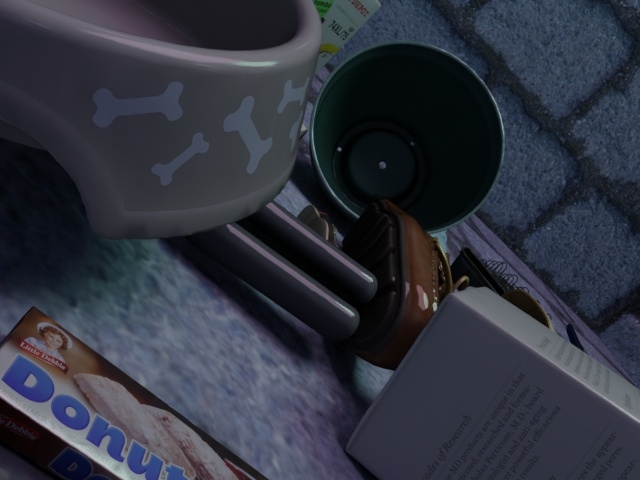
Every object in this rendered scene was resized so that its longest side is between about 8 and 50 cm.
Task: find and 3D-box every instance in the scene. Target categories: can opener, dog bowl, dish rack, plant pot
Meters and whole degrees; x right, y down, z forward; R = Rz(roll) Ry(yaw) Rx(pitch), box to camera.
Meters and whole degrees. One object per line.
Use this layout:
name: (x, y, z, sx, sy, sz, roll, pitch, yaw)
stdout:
can opener: (-0.070, -0.020, 0.548, 0.280, 0.074, 0.093, 39, -27, -13)
dog bowl: (-0.155, -0.155, 0.426, 0.348, 0.102, 0.349, 21, 35, -15)
dish rack: (0.394, 0.119, 1.438, 0.271, 0.074, 0.208, 8, 41, -49)
plant pot: (0.114, -0.138, 1.086, 0.293, 0.293, 0.196, 46, -12, 0)

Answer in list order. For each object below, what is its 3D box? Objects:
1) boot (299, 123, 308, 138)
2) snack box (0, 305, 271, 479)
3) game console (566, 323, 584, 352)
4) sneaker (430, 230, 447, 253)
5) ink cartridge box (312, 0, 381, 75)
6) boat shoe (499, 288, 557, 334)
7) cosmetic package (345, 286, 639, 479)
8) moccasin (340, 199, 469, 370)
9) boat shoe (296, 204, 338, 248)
boot: (-0.080, -0.161, 0.935, 0.086, 0.069, 0.190, 50, 17, 2)
snack box: (-0.083, 0.107, 0.332, 0.178, 0.022, 0.064, 42, 17, -17)
game console: (0.495, 0.276, 0.987, 0.173, 0.250, 0.293, -53, 122, -35)
sneaker: (0.196, -0.075, 1.311, 0.135, 0.150, 0.366, 39, 17, -21)
ink cartridge box: (-0.078, -0.392, 1.151, 0.197, 0.270, 0.198, 51, 16, 16)
boat shoe: (0.377, 0.215, 1.152, 0.098, 0.109, 0.302, 41, 21, -40)
cosmetic package: (0.151, 0.148, 0.536, 0.183, 0.151, 0.151, 35, 11, 21)
moccasin: (0.091, 0.053, 0.760, 0.147, 0.139, 0.380, 36, 6, -3)
boat shoe: (0.000, 0.000, 0.791, 0.043, 0.049, 0.137, 43, 11, -21)
